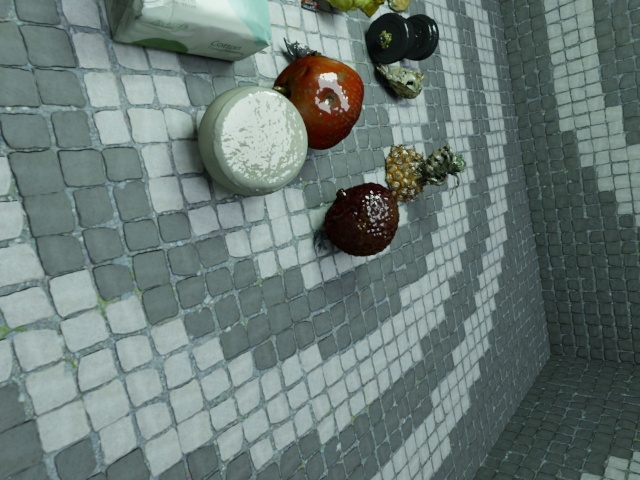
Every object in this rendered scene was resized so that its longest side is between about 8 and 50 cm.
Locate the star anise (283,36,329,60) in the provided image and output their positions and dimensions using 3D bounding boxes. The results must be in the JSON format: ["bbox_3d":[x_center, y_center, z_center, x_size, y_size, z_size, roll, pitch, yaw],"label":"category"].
[{"bbox_3d":[-0.021,-0.574,1.330,0.205,0.181,0.061,9,117,-47],"label":"star anise"}]

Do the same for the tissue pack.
[{"bbox_3d":[-0.306,-0.597,0.986,0.357,0.194,0.265,-15,98,-46],"label":"tissue pack"}]

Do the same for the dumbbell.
[{"bbox_3d":[0.337,-0.815,1.681,0.389,0.185,0.184,-30,108,-44],"label":"dumbbell"}]

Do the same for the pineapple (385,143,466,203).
[{"bbox_3d":[0.435,-0.289,1.670,0.263,0.272,0.261,6,82,-47],"label":"pineapple"}]

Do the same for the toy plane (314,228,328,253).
[{"bbox_3d":[0.000,0.000,1.366,0.079,0.031,0.083,-39,114,-41],"label":"toy plane"}]

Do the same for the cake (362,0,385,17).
[{"bbox_3d":[0.154,-0.946,1.611,0.185,0.116,0.079,3,78,-14],"label":"cake"}]

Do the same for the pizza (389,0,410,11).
[{"bbox_3d":[0.304,-1.093,1.779,0.262,0.034,0.180,34,63,-40],"label":"pizza"}]

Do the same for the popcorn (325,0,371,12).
[{"bbox_3d":[0.072,-0.909,1.399,0.250,0.235,0.241,-91,156,-51],"label":"popcorn"}]

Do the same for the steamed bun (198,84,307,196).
[{"bbox_3d":[-0.184,-0.254,1.088,0.283,0.177,0.282,-8,103,-34],"label":"steamed bun"}]

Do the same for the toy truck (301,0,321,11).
[{"bbox_3d":[-0.030,-0.798,1.412,0.083,0.024,0.031,-18,122,-44],"label":"toy truck"}]

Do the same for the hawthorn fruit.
[{"bbox_3d":[-0.017,-0.407,1.225,0.300,0.276,0.274,5,82,-40],"label":"hawthorn fruit"}]

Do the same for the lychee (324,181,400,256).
[{"bbox_3d":[0.138,-0.068,1.357,0.261,0.261,0.260,5,83,-46],"label":"lychee"}]

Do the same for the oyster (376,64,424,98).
[{"bbox_3d":[0.328,-0.673,1.744,0.295,0.094,0.165,7,63,-36],"label":"oyster"}]
